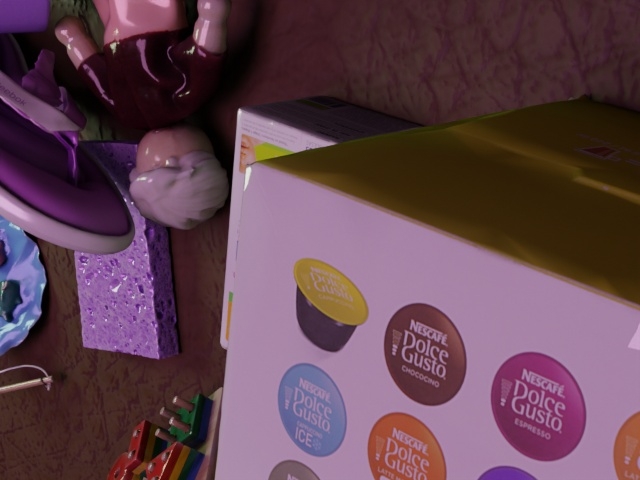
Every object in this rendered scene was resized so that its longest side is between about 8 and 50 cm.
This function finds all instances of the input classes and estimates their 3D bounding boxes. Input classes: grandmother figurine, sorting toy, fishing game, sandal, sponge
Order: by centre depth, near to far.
[{"bbox_3d":[-0.147,-0.176,1.175,0.208,0.104,0.342,1,104,52],"label":"grandmother figurine"},{"bbox_3d":[-0.291,-0.139,1.239,0.416,0.169,0.102,48,119,37],"label":"sandal"},{"bbox_3d":[-0.138,0.206,1.240,0.274,0.046,0.132,-40,30,40],"label":"sorting toy"},{"bbox_3d":[-0.193,0.008,1.306,0.117,0.031,0.210,6,104,42],"label":"sponge"},{"bbox_3d":[-0.380,0.042,1.448,0.189,0.041,0.264,-9,91,23],"label":"fishing game"}]

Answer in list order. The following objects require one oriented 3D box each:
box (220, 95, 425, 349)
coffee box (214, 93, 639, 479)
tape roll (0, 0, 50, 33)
[{"bbox_3d":[0.000,0.000,1.073,0.114,0.103,0.203,23,115,38],"label":"box"},{"bbox_3d":[0.172,0.127,0.781,0.338,0.338,0.334,23,115,37],"label":"coffee box"},{"bbox_3d":[-0.293,-0.320,1.186,0.275,0.090,0.275,176,90,-76],"label":"tape roll"}]
